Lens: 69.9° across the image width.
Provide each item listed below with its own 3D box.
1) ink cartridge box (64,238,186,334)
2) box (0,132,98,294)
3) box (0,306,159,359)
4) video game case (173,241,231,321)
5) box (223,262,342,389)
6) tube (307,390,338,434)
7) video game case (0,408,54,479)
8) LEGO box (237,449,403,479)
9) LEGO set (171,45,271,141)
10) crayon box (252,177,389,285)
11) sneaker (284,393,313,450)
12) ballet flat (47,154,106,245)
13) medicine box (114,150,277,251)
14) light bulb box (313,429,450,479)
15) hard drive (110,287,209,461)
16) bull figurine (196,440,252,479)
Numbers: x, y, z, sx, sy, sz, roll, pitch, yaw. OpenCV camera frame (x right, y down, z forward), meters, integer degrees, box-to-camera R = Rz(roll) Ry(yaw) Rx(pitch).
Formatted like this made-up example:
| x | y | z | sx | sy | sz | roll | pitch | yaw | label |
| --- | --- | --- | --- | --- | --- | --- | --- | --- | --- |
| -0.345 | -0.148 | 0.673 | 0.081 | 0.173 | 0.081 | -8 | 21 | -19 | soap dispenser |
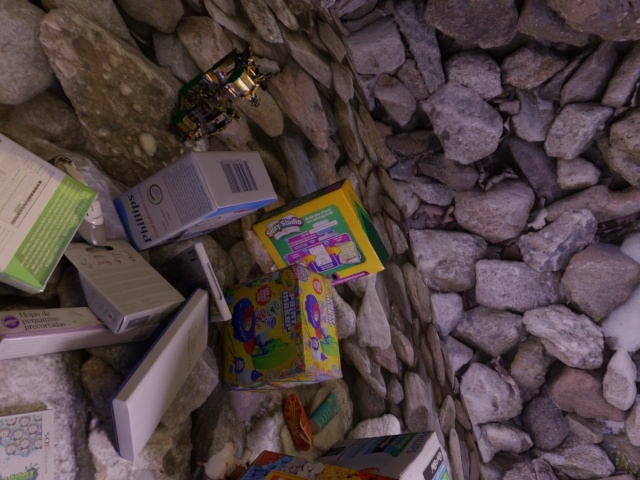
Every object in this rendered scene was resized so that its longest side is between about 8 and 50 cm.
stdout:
| x | y | z | sx | sy | sz | roll | pitch | yaw | label |
| --- | --- | --- | --- | --- | --- | --- | --- | --- | --- |
| -0.437 | 0.093 | 1.004 | 0.232 | 0.066 | 0.189 | 35 | 16 | 17 | ink cartridge box |
| -0.601 | -0.077 | 0.813 | 0.322 | 0.059 | 0.232 | 38 | 53 | -34 | box |
| -0.476 | 0.174 | 0.910 | 0.063 | 0.067 | 0.324 | 51 | 22 | 24 | box |
| -0.299 | 0.112 | 1.143 | 0.023 | 0.212 | 0.193 | -22 | 92 | -32 | video game case |
| -0.113 | 0.254 | 1.283 | 0.177 | 0.279 | 0.289 | 29 | 47 | -51 | box |
| 0.015 | 0.584 | 1.540 | 0.207 | 0.052 | 0.080 | -11 | 91 | -68 | tube |
| -0.526 | 0.366 | 0.762 | 0.157 | 0.019 | 0.143 | 16 | 58 | -56 | video game case |
| 0.020 | 0.746 | 0.953 | 0.193 | 0.373 | 0.499 | -27 | 115 | -62 | LEGO box |
| -0.286 | -0.419 | 1.424 | 0.192 | 0.331 | 0.254 | 43 | 18 | -43 | LEGO set |
| 0.000 | 0.000 | 1.557 | 0.312 | 0.363 | 0.106 | 60 | 29 | -17 | crayon box |
| -0.068 | 0.556 | 1.410 | 0.067 | 0.064 | 0.174 | -6 | 82 | -81 | sneaker |
| -0.523 | -0.088 | 0.995 | 0.213 | 0.068 | 0.072 | 60 | 23 | -7 | ballet flat |
| -0.309 | -0.105 | 1.164 | 0.264 | 0.290 | 0.149 | -23 | 90 | -62 | medicine box |
| 0.156 | 0.744 | 1.342 | 0.358 | 0.361 | 0.225 | 0 | 73 | -61 | light bulb box |
| -0.336 | 0.281 | 1.000 | 0.318 | 0.040 | 0.210 | -64 | 169 | -54 | hard drive |
| -0.190 | 0.611 | 1.087 | 0.188 | 0.101 | 0.309 | -9 | 91 | -61 | bull figurine |
